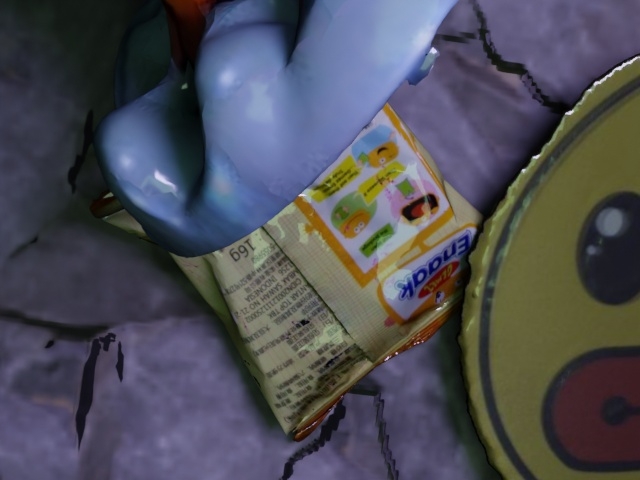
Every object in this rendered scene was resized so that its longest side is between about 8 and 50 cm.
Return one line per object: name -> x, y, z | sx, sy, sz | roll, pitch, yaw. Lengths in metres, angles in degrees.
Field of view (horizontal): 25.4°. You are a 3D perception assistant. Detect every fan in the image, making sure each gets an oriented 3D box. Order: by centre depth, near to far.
fan -> 0.158, 0.064, 0.524 | 0.229, 0.011, 0.335 | 0, 104, -12

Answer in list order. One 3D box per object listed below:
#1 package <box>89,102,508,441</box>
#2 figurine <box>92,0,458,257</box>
package -> -0.001, -0.002, 0.489 | 0.108, 0.031, 0.121 | -37, 110, 3
figurine -> -0.125, -0.193, 0.317 | 0.388, 0.276, 0.248 | 31, 85, -20
